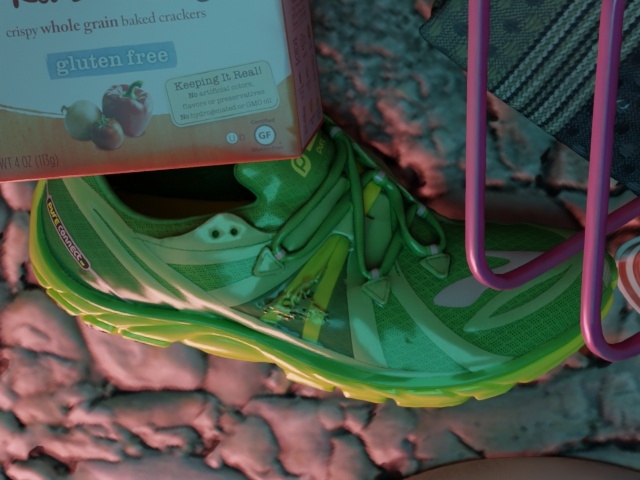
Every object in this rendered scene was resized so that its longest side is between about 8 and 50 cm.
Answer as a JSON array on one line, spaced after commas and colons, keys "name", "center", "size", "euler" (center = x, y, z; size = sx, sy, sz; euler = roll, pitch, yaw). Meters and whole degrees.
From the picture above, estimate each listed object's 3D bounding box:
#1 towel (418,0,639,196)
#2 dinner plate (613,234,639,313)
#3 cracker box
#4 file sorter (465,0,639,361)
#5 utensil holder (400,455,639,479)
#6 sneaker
[{"name": "towel", "center": [0.255, -0.124, 0.749], "size": [0.312, 0.056, 0.324], "euler": [34, 123, -11]}, {"name": "dinner plate", "center": [0.212, 0.032, 0.831], "size": [0.141, 0.017, 0.141], "euler": [27, 159, 11]}, {"name": "cracker box", "center": [-0.092, -0.147, 0.730], "size": [0.155, 0.067, 0.232], "euler": [-5, 106, 11]}, {"name": "file sorter", "center": [0.209, -0.030, 0.594], "size": [0.290, 0.182, 0.202], "euler": [29, 134, 39]}, {"name": "utensil holder", "center": [0.110, 0.360, 0.877], "size": [0.327, 0.385, 0.328], "euler": [4, 124, 6]}, {"name": "sneaker", "center": [0.000, 0.000, 0.821], "size": [0.295, 0.109, 0.124], "euler": [8, 128, 3]}]
